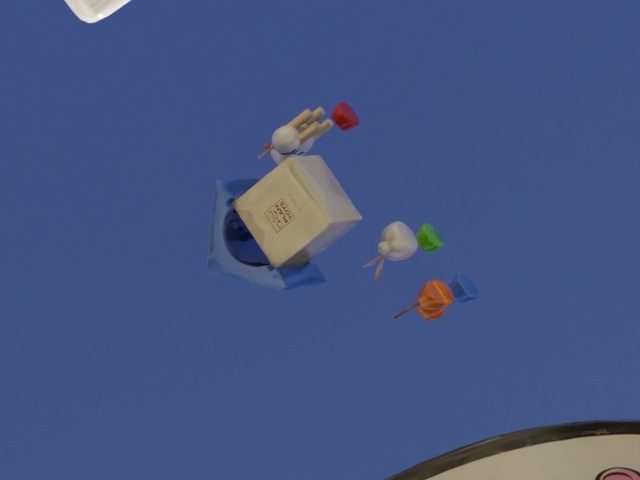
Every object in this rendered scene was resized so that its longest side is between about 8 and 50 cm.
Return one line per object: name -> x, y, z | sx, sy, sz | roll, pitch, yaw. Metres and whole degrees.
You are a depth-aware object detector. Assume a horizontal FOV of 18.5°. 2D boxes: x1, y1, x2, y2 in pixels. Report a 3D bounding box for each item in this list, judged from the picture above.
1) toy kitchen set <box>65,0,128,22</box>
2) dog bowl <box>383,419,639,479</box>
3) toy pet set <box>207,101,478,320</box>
toy kitchen set -> -0.066, -0.178, 0.462 | 0.122, 0.166, 0.207 | -35, -152, 2
dog bowl -> 0.140, 0.304, 1.132 | 0.408, 0.408, 0.150 | -13, -142, -4
toy pet set -> 0.000, 0.000, 0.953 | 0.065, 0.114, 0.122 | -39, -103, 23
